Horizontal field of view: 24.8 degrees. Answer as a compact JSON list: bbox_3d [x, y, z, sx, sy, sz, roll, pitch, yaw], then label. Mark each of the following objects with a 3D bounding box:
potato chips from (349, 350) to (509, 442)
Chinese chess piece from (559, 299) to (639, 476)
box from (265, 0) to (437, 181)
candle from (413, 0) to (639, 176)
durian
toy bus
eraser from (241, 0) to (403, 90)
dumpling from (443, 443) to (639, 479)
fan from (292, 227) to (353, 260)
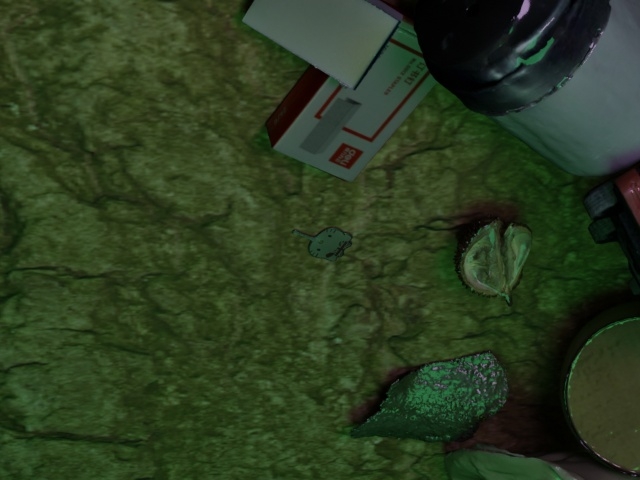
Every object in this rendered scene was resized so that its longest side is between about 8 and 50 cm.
[{"bbox_3d":[0.161,0.239,2.111,0.167,0.059,0.228,30,122,-22],"label":"potato chips"},{"bbox_3d":[0.457,0.207,2.027,0.250,0.103,0.249,3,101,15],"label":"Chinese chess piece"},{"bbox_3d":[0.048,-0.176,1.687,0.123,0.050,0.229,22,126,-29],"label":"box"},{"bbox_3d":[0.277,-0.199,1.597,0.343,0.221,0.221,29,122,-36],"label":"candle"},{"bbox_3d":[0.225,0.021,1.901,0.111,0.071,0.140,-19,121,0],"label":"durian"},{"bbox_3d":[0.460,0.003,1.718,0.233,0.203,0.427,-27,169,7],"label":"toy bus"},{"bbox_3d":[0.001,-0.242,1.593,0.150,0.023,0.104,31,123,-7],"label":"eraser"},{"bbox_3d":[0.335,0.379,2.141,0.315,0.395,0.233,49,65,-30],"label":"dumpling"},{"bbox_3d":[0.000,0.000,1.880,0.083,0.004,0.056,21,126,-28],"label":"fan"}]
